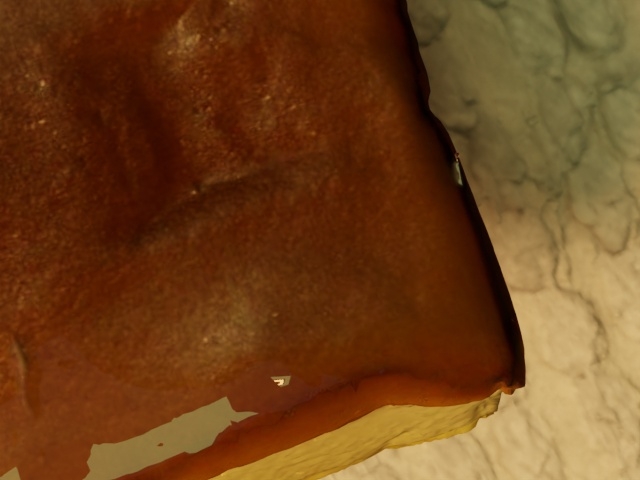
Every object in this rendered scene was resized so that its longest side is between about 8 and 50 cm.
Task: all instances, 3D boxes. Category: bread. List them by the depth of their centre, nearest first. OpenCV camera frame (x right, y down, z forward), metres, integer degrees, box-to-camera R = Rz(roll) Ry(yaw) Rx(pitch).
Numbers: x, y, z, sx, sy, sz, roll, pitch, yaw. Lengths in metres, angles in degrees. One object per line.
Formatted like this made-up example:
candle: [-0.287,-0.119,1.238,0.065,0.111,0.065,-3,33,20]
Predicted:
bread: [-0.087,-0.015,0.893,0.333,0.143,0.324,-18,74,-7]
